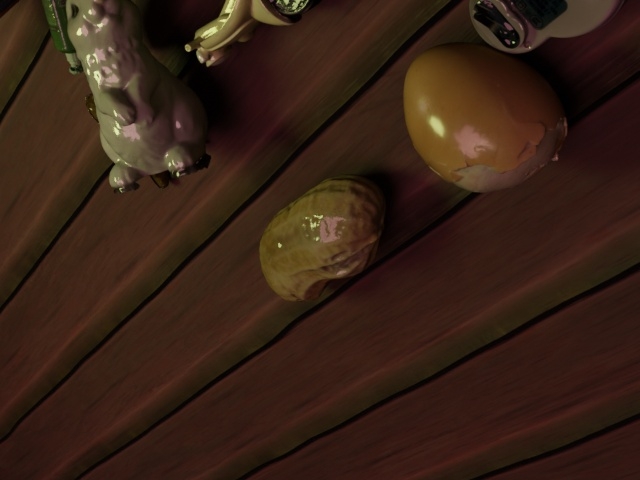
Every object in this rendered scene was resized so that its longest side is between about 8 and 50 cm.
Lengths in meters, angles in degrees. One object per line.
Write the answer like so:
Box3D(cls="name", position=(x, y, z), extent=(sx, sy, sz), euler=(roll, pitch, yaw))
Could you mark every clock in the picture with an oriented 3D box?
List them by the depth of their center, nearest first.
Box3D(cls="clock", position=(-0.184, -0.436, 1.393), extent=(0.379, 0.120, 0.276), euler=(43, 133, 4))

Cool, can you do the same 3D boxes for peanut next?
Box3D(cls="peanut", position=(-0.004, -0.004, 1.577), extent=(0.174, 0.158, 0.340), euler=(26, 147, -29))

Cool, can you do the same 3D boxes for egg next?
Box3D(cls="egg", position=(0.225, -0.178, 1.260), extent=(0.244, 0.201, 0.201), euler=(47, 136, 9))

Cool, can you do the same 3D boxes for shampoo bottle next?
Box3D(cls="shampoo bottle", position=(-0.473, -0.408, 1.627), extent=(0.065, 0.065, 0.204), euler=(12, 129, 25))

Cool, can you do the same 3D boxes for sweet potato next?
Box3D(cls="sweet potato", position=(-0.362, -0.203, 1.719), extent=(0.233, 0.062, 0.081), euler=(50, 150, -14))

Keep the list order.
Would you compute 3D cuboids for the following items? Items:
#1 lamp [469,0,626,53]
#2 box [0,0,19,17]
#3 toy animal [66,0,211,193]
Box3D(cls="lamp", position=(0.302, -0.343, 1.146), extent=(0.179, 0.108, 0.246), euler=(50, 136, -4))
Box3D(cls="box", position=(-0.679, -0.539, 1.466), extent=(0.318, 0.257, 0.348), euler=(36, 151, 0))
Box3D(cls="toy animal", position=(-0.320, -0.274, 1.510), extent=(0.194, 0.258, 0.357), euler=(-18, 109, 7))
